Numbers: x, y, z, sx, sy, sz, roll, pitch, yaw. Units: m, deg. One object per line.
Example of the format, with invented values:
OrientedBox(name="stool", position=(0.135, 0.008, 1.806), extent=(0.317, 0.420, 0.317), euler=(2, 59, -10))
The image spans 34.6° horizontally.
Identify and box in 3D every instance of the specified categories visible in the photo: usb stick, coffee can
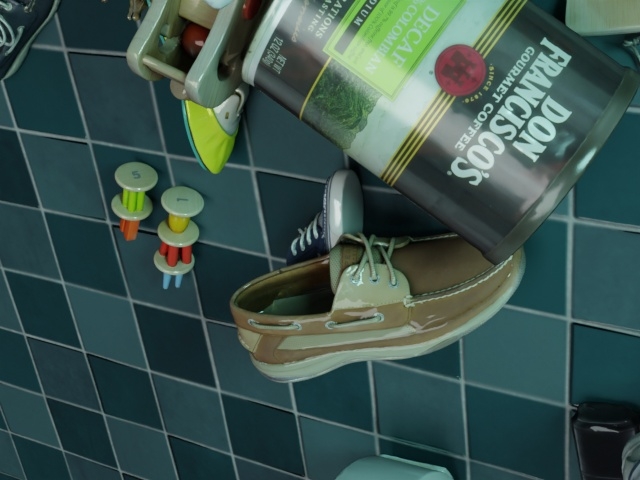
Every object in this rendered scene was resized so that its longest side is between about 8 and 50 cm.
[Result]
OrientedBox(name="usb stick", position=(0.338, 0.300, 1.159), extent=(0.077, 0.045, 0.278), euler=(-2, 120, 27))
OrientedBox(name="coffee can", position=(0.100, -0.139, 0.884), extent=(0.275, 0.201, 0.201), euler=(36, 134, 2))

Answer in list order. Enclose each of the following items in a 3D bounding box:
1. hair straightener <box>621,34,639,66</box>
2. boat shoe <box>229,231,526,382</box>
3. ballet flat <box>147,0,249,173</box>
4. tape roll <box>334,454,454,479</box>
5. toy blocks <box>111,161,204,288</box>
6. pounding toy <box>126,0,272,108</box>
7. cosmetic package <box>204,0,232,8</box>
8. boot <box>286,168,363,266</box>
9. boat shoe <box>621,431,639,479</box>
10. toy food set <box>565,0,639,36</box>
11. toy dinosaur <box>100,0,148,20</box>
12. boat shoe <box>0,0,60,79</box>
OrientedBox(name="hair straightener", position=(0.353, -0.109, 0.855), extent=(0.230, 0.047, 0.089), euler=(28, 132, 15))
OrientedBox(name="boat shoe", position=(0.051, 0.053, 1.065), extent=(0.324, 0.123, 0.116), euler=(-22, 128, 16))
OrientedBox(name="ballet flat", position=(-0.120, -0.180, 1.109), extent=(0.077, 0.077, 0.231), euler=(-7, 116, 18))
OrientedBox(name="tape roll", position=(0.079, 0.410, 1.247), extent=(0.100, 0.286, 0.286), euler=(5, 123, 32))
OrientedBox(name="toy blocks", position=(-0.211, -0.012, 1.298), extent=(0.123, 0.054, 0.148), euler=(28, 133, 14))
OrientedBox(name="pounding toy", position=(-0.127, -0.226, 0.934), extent=(0.154, 0.154, 0.270), euler=(27, 131, 13))
OrientedBox(name="cosmetic package", position=(-0.006, -0.415, 0.559), extent=(0.393, 0.327, 0.329), euler=(-31, 120, 23))
OrientedBox(name="boot", position=(0.000, 0.000, 1.153), extent=(0.086, 0.069, 0.190), euler=(11, 127, 20))
OrientedBox(name="boat shoe", position=(0.453, 0.169, 0.934), extent=(0.367, 0.156, 0.136), euler=(-21, 105, 11))
OrientedBox(name="toy food set", position=(0.231, -0.245, 0.725), extent=(0.219, 0.092, 0.306), euler=(1, 157, 34))
OrientedBox(name="toy dinosaur", position=(-0.230, -0.325, 1.102), extent=(0.092, 0.053, 0.183), euler=(-7, 105, 18))
OrientedBox(name="boat shoe", position=(-0.382, -0.270, 1.210), extent=(0.095, 0.079, 0.254), euler=(47, 134, -3))
